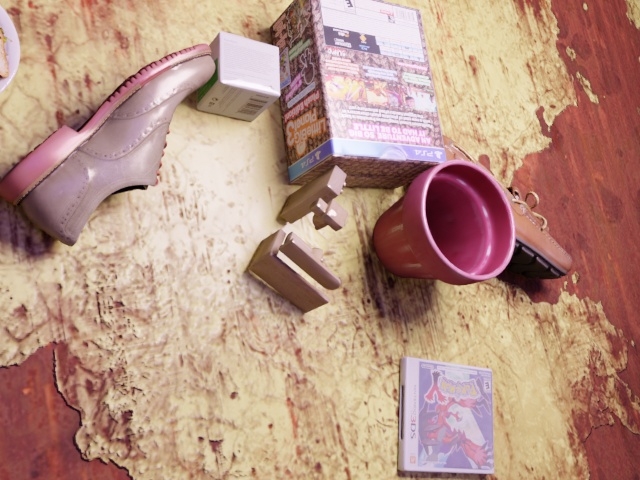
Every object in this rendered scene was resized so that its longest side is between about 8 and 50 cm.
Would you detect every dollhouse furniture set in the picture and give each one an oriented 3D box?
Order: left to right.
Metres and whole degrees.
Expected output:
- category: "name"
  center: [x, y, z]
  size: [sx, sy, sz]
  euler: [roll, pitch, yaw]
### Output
- category: "dollhouse furniture set"
  center: [0.000, 0.000, 0.960]
  size: [0.123, 0.144, 0.151]
  euler: [41, 45, -22]

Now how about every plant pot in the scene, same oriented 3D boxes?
- category: "plant pot"
  center: [0.191, -0.014, 1.044]
  size: [0.201, 0.180, 0.201]
  euler: [9, 72, -30]

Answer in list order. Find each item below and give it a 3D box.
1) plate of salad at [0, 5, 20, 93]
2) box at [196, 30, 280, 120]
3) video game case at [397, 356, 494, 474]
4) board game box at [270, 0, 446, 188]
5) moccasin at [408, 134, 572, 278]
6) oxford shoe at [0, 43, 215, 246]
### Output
- category: "plate of salad"
  center: [-0.482, -0.257, 0.770]
  size: [0.200, 0.048, 0.200]
  euler: [9, 73, -30]
- category: "box"
  center: [-0.128, -0.250, 0.957]
  size: [0.102, 0.101, 0.087]
  euler: [7, 73, -30]
- category: "video game case"
  center: [0.220, 0.304, 1.069]
  size: [0.201, 0.023, 0.183]
  euler: [14, 70, -29]
- category: "board game box"
  center: [0.061, -0.249, 1.051]
  size: [0.232, 0.141, 0.291]
  euler: [0, 77, -32]
- category: "moccasin"
  center: [0.339, -0.057, 1.187]
  size: [0.380, 0.139, 0.147]
  euler: [35, 69, -9]
- category: "oxford shoe"
  center: [-0.255, -0.136, 0.844]
  size: [0.348, 0.123, 0.130]
  euler: [-47, 106, -22]
